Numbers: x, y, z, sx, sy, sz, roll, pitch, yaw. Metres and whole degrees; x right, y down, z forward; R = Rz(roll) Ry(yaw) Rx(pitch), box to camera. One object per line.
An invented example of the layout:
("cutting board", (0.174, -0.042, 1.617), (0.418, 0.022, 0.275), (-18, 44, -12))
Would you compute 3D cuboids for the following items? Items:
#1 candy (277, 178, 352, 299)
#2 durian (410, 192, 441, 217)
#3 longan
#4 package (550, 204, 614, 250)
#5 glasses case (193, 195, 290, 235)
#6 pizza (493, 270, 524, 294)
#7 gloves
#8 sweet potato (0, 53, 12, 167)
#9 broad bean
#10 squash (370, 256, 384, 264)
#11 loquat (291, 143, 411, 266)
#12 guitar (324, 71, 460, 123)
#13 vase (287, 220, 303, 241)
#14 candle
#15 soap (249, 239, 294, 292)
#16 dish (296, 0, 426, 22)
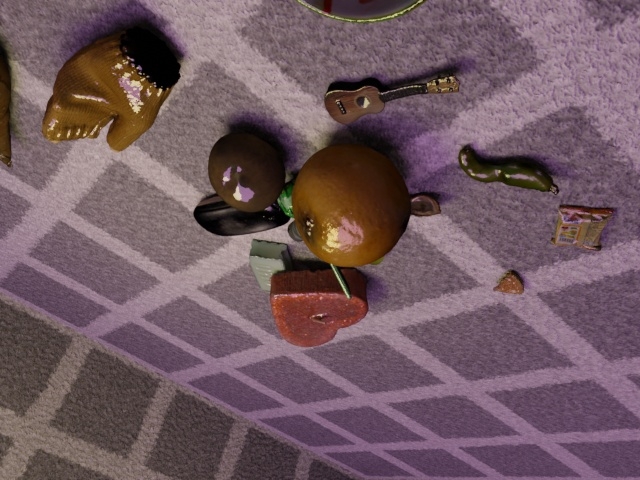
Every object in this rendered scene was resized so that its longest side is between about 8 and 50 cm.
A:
("candy", (0.001, 0.000, 1.315), (0.097, 0.097, 0.323), (-23, 98, 44))
("durian", (0.222, -0.071, 1.259), (0.131, 0.066, 0.052), (5, 144, 33))
("longan", (-0.167, -0.155, 1.232), (0.168, 0.167, 0.187), (-6, 138, 31))
("package", (0.570, -0.027, 1.194), (0.108, 0.031, 0.120), (6, 139, 15))
("glasses case", (-0.210, -0.071, 1.433), (0.315, 0.075, 0.122), (-8, 141, 39))
("pizza", (0.489, 0.112, 1.428), (0.078, 0.025, 0.083), (-15, 127, 32))
("gloves", (-0.443, -0.305, 1.147), (0.357, 0.155, 0.203), (-28, 134, 27))
("sweet potato", (-0.795, -0.333, 1.293), (0.131, 0.130, 0.422), (23, 147, -8))
("broad bean", (0.382, -0.138, 1.107), (0.214, 0.048, 0.070), (18, 147, 5))
("squash", (0.072, 0.012, 1.435), (0.200, 0.075, 0.090), (13, 171, -32))
("loquat", (0.059, -0.074, 1.164), (0.263, 0.262, 0.263), (12, 145, 8))
("guitar", (0.133, -0.279, 1.027), (0.271, 0.038, 0.083), (-3, 141, 32))
("vase", (-0.002, -0.063, 1.375), (0.060, 0.059, 0.211), (34, 137, -23))
("candle", (-0.025, 0.192, 1.605), (0.287, 0.131, 0.317), (33, 127, -30))
("soap", (-0.143, 0.084, 1.636), (0.115, 0.063, 0.198), (6, 145, 15))
("dish", (0.049, -0.470, 0.734), (0.325, 0.124, 0.324), (18, 150, 11))
